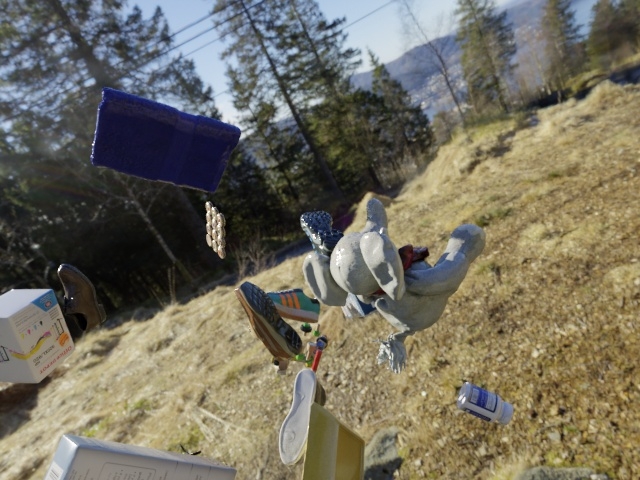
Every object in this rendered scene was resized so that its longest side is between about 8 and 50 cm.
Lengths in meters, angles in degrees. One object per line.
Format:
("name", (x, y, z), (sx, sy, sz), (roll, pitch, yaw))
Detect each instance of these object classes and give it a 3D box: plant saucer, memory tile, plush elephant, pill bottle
("plant saucer", (0.056, 0.705, 1.292), (0.081, 0.333, 0.333), (-10, 50, 23))
("memory tile", (-0.302, -0.029, 1.221), (0.012, 0.148, 0.113), (-17, 41, -32))
("plush elephant", (0.121, 0.048, 0.823), (0.271, 0.255, 0.330), (-11, 41, 44))
("pill bottle", (0.644, 0.644, 1.666), (0.186, 0.112, 0.112), (22, 34, 10))

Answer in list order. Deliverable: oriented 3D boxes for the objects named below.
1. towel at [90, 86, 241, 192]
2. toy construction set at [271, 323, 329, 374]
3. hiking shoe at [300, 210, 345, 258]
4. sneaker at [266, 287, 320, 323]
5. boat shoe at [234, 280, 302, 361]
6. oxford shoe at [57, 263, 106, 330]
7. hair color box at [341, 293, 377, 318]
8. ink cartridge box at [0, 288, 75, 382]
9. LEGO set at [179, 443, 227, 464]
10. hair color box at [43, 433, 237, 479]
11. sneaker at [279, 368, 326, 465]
("towel", (-0.369, -0.234, 1.023), (0.228, 0.308, 0.076), (-51, 39, 41))
("toy construction set", (-0.094, 0.535, 1.931), (0.257, 0.237, 0.309), (11, 10, -22))
("hiking shoe", (0.000, 0.000, 1.429), (0.113, 0.132, 0.304), (-6, 28, -14))
("sneaker", (-0.139, 0.246, 1.738), (0.108, 0.302, 0.121), (-37, 38, 54))
("boat shoe", (-0.204, 0.299, 1.512), (0.120, 0.324, 0.122), (-38, -1, 20))
("oxford shoe", (-0.756, 0.181, 1.321), (0.082, 0.227, 0.096), (-12, 19, 21))
("hair color box", (0.191, 0.232, 1.727), (0.173, 0.105, 0.347), (-24, -7, -11))
("ink cartridge box", (-0.911, 0.291, 1.307), (0.168, 0.233, 0.171), (-2, 22, 13))
("LEGO set", (-0.339, 0.807, 1.391), (0.255, 0.331, 0.192), (-22, 17, 30))
("hair color box", (-0.379, 0.547, 0.896), (0.113, 0.374, 0.185), (-10, 56, 46))
("sneaker", (-0.048, 0.598, 1.431), (0.104, 0.147, 0.296), (1, 60, 24))
